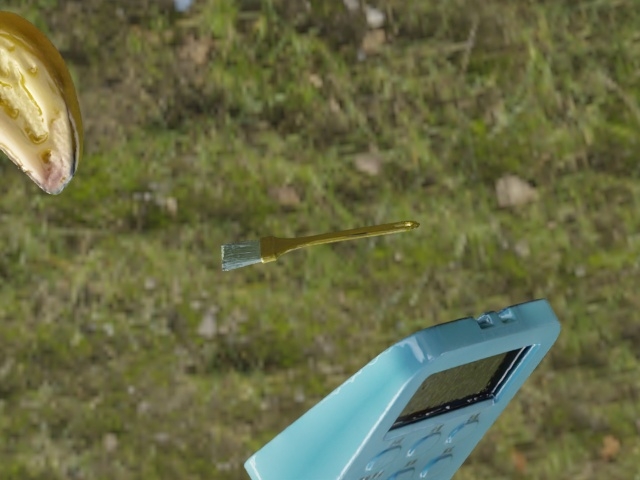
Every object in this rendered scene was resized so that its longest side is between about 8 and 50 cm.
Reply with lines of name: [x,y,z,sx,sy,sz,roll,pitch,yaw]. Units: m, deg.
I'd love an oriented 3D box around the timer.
timer: [0.085,0.154,1.470,0.232,0.091,0.250,-9,151,-49]

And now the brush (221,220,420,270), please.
brush: [0.000,0.000,1.716,0.205,0.083,0.011,-10,103,0]

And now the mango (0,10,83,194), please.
mango: [-0.273,-0.131,1.549,0.101,0.066,0.187,-26,101,12]
